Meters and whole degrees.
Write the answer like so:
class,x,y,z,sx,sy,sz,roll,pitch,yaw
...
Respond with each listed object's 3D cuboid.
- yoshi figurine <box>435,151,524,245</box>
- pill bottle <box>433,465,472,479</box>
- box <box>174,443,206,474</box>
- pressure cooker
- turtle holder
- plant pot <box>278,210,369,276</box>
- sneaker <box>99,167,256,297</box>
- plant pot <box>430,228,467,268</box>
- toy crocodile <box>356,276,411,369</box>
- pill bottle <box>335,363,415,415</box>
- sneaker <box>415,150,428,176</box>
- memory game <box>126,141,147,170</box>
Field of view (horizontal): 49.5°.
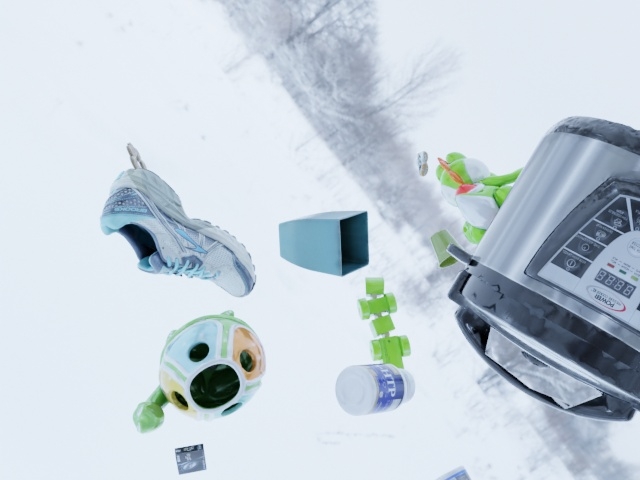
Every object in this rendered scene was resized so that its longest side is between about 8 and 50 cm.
class,x,y,z,sx,sy,sz,roll,pitch,yaw
yoshi figurine,0.381,-0.075,1.534,0.362,0.204,0.203,-113,-174,-53
pill bottle,0.285,0.526,1.375,0.137,0.078,0.078,61,9,23
box,-0.301,0.508,1.615,0.018,0.067,0.083,-111,-162,-49
pressure cooker,0.434,0.064,1.105,0.375,0.420,0.370,28,4,-31
turtle holder,-0.286,0.312,1.642,0.227,0.320,0.243,-138,-136,-76
plant pot,0.000,0.000,2.043,0.166,0.234,0.165,-20,110,-56
sneaker,-0.229,0.020,1.099,0.283,0.110,0.122,39,46,-22
plant pot,0.320,0.017,1.775,0.079,0.083,0.083,64,10,24
toy crocodile,0.187,0.267,2.085,0.105,0.115,0.340,102,-26,-71
pill bottle,0.132,0.338,1.592,0.187,0.112,0.112,8,42,-49
sneaker,0.309,-0.232,2.129,0.032,0.037,0.083,25,65,-42
memory game,-0.404,-0.142,1.610,0.186,0.012,0.186,156,-90,-86
